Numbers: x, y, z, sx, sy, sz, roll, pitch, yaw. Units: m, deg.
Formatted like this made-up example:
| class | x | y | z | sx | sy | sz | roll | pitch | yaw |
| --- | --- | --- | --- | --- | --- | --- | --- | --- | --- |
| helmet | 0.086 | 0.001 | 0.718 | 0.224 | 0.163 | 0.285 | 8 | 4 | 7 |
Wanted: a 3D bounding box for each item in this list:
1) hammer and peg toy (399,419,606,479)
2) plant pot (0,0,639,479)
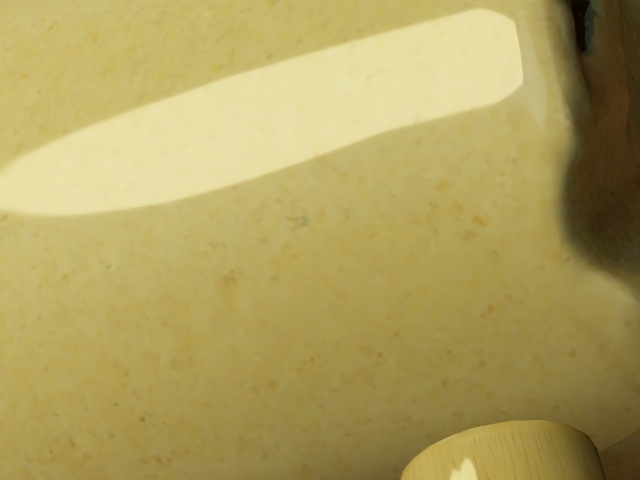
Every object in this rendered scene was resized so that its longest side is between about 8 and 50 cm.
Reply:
| class | x | y | z | sx | sy | sz | roll | pitch | yaw |
| --- | --- | --- | --- | --- | --- | --- | --- | --- | --- |
| hammer and peg toy | -0.014 | 0.209 | 0.544 | 0.361 | 0.266 | 0.127 | -31 | 47 | 27 |
| plant pot | 0.000 | 0.000 | 0.608 | 0.305 | 0.334 | 0.334 | -18 | 57 | 31 |
